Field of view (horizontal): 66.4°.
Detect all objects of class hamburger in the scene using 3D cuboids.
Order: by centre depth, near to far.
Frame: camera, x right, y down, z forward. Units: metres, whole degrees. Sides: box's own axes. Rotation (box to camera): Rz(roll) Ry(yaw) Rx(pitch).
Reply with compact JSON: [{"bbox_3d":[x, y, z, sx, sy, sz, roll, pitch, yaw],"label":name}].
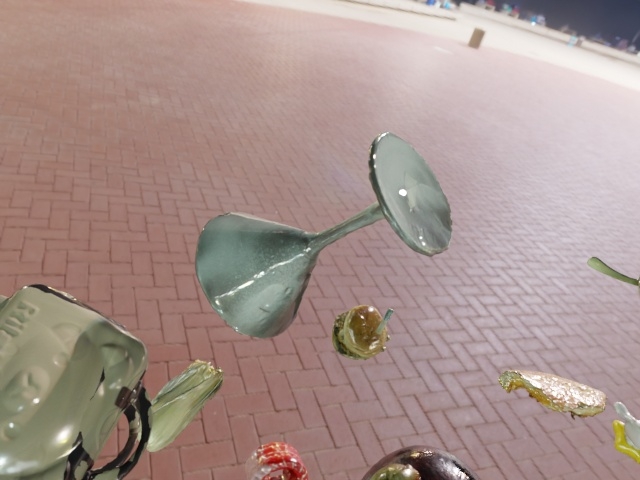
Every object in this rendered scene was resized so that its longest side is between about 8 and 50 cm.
[{"bbox_3d":[0.126,0.265,1.400,0.184,0.131,0.159,14,59,-24],"label":"hamburger"}]

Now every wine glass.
[{"bbox_3d":[0.000,0.000,0.851,0.267,0.406,0.267,25,53,-38],"label":"wine glass"}]

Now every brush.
[{"bbox_3d":[0.166,0.212,1.272,0.016,0.084,0.013,23,24,-6],"label":"brush"}]

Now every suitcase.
[{"bbox_3d":[-0.444,0.275,0.809,0.339,0.194,0.352,37,53,-18],"label":"suitcase"}]

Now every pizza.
[{"bbox_3d":[0.504,0.326,1.038,0.271,0.056,0.134,14,15,-23],"label":"pizza"}]

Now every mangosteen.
[{"bbox_3d":[0.185,0.551,0.916,0.300,0.300,0.300,14,31,-9],"label":"mangosteen"}]

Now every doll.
[{"bbox_3d":[0.668,0.414,1.047,0.071,0.113,0.135,-20,75,-1],"label":"doll"}]

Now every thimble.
[{"bbox_3d":[-0.140,0.735,1.546,0.189,0.163,0.125,15,5,-22],"label":"thimble"}]

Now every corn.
[{"bbox_3d":[-0.425,0.491,1.482,0.123,0.122,0.305,37,71,14],"label":"corn"}]

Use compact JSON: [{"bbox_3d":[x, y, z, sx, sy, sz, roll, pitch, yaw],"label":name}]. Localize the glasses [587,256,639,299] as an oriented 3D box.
[{"bbox_3d":[0.567,0.072,0.800,0.239,0.102,0.207,-8,50,-31],"label":"glasses"}]
